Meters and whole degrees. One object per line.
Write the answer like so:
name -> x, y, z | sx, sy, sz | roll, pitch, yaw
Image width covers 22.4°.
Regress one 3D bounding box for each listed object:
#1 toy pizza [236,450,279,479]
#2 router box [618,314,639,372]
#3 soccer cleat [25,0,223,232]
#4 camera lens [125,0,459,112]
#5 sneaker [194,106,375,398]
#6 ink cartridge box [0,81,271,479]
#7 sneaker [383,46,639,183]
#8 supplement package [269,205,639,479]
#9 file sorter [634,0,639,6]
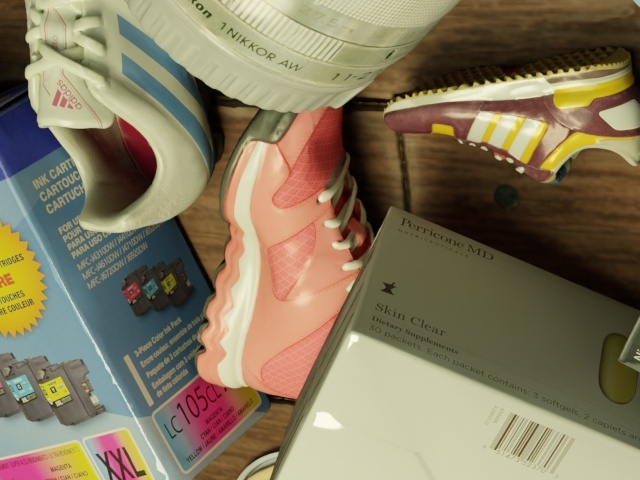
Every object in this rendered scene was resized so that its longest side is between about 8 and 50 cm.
toy pizza -> 0.003, 0.270, 1.377 | 0.201, 0.032, 0.201 | 15, 122, 25
router box -> 0.287, 0.026, 1.009 | 0.133, 0.046, 0.179 | 27, 98, 18
soccer cleat -> -0.164, -0.161, 1.177 | 0.116, 0.143, 0.331 | -4, 112, 34
camera lens -> 0.020, -0.235, 0.971 | 0.219, 0.219, 0.274 | 48, 130, 1
sneaker -> 0.000, 0.000, 1.202 | 0.136, 0.116, 0.314 | 20, 132, 10
ink cartridge box -> -0.258, 0.026, 1.339 | 0.270, 0.151, 0.395 | -17, 103, 37
sneaker -> 0.128, -0.074, 1.088 | 0.185, 0.069, 0.084 | -5, 107, 35
supplement package -> 0.120, 0.136, 1.113 | 0.262, 0.145, 0.204 | 22, 127, -3
file sorter -> 0.230, -0.168, 0.931 | 0.170, 0.104, 0.118 | 47, 110, 2
